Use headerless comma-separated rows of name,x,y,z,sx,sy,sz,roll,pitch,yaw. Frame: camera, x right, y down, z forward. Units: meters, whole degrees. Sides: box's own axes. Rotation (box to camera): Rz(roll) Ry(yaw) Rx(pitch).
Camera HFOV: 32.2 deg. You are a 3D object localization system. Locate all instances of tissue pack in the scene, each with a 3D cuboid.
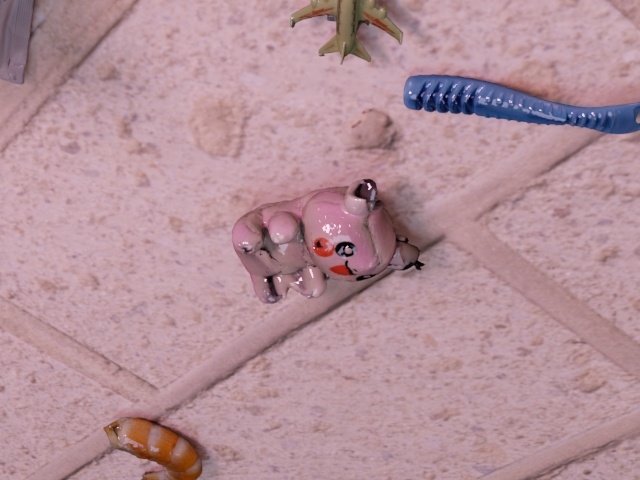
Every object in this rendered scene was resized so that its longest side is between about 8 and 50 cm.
tissue pack,-0.370,-0.223,1.053,0.193,0.026,0.123,17,136,-8

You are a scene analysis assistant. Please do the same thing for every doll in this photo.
doll,0.000,0.000,1.162,0.192,0.095,0.149,-8,140,17

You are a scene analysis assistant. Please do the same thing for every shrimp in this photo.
shrimp,-0.250,0.309,1.585,0.161,0.049,0.166,24,143,-16

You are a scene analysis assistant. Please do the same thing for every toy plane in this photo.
toy plane,0.024,-0.203,0.980,0.102,0.040,0.111,7,136,2

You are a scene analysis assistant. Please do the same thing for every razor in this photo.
razor,0.203,-0.126,1.024,0.253,0.042,0.082,7,138,6
